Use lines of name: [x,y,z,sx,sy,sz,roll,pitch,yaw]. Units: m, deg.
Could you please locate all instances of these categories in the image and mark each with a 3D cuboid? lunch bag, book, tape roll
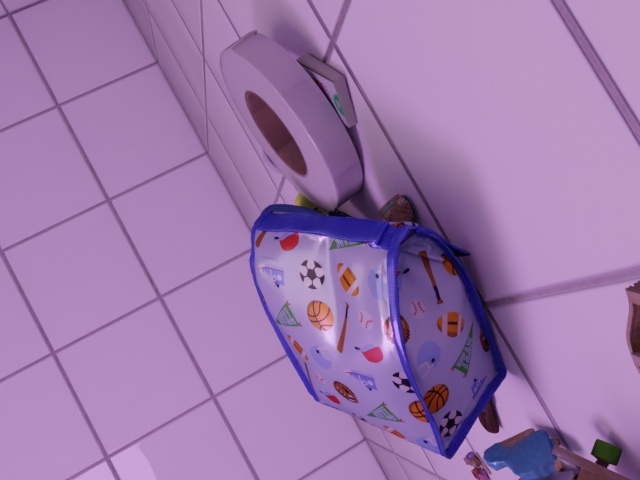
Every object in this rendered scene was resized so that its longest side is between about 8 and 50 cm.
lunch bag: [0.084,0.113,1.079,0.328,0.239,0.385,6,135,46]
book: [0.012,-0.272,1.191,0.144,0.035,0.096,45,163,49]
tape roll: [-0.063,-0.233,1.334,0.392,0.072,0.392,50,169,13]

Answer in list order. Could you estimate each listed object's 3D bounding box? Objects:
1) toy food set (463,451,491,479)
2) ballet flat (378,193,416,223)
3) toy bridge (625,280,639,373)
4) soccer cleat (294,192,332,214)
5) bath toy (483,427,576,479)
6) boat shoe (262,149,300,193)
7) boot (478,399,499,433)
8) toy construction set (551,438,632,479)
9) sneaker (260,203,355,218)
toy food set: [0.361,0.531,1.531,0.078,0.019,0.122,56,166,25]
ballet flat: [0.140,0.007,1.181,0.073,0.067,0.206,48,162,49]
toy bridge: [0.354,0.127,0.687,0.188,0.026,0.063,65,170,-14]
soccer cleat: [-0.001,0.001,1.574,0.121,0.093,0.289,15,145,49]
bath toy: [0.394,0.481,1.054,0.348,0.129,0.151,62,-159,2]
boat shoe: [-0.066,-0.183,1.577,0.228,0.080,0.076,53,159,30]
boot: [0.301,0.310,1.275,0.106,0.037,0.114,47,165,55]
toy construction set: [0.338,0.357,0.784,0.257,0.237,0.309,41,165,-32]
sneaker: [0.010,-0.018,1.324,0.330,0.129,0.147,20,156,31]
